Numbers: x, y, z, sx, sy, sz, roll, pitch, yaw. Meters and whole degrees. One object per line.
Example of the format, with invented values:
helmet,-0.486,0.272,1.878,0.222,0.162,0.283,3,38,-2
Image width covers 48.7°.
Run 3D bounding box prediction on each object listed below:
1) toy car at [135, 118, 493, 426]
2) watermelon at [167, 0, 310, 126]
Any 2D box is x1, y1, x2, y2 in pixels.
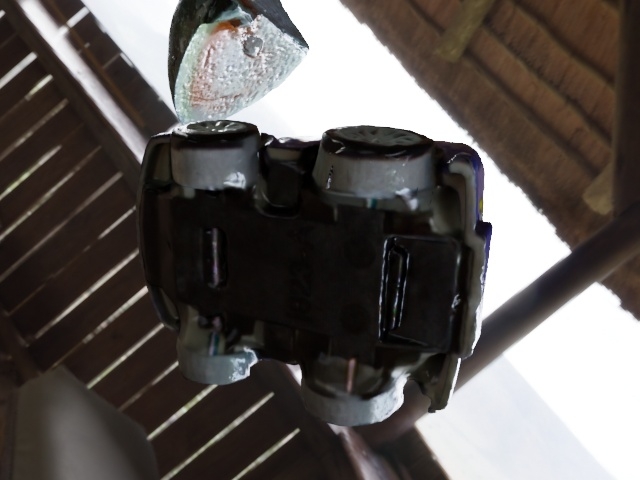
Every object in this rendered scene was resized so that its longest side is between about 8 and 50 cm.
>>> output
toy car,0.000,0.000,0.475,0.235,0.172,0.158,10,21,20
watermelon,-0.128,-0.283,1.082,0.213,0.289,0.320,16,19,-15
